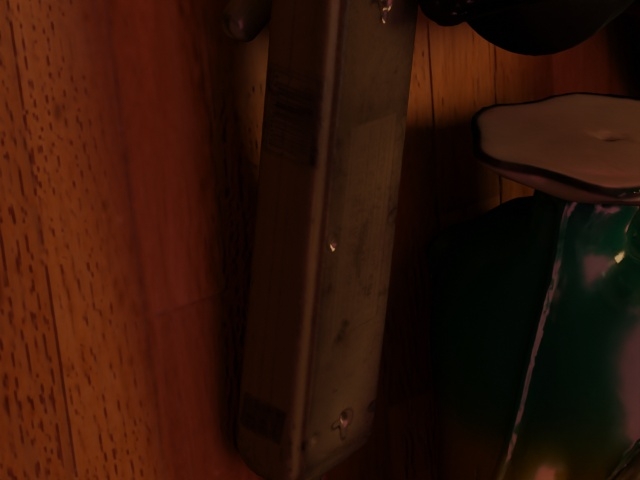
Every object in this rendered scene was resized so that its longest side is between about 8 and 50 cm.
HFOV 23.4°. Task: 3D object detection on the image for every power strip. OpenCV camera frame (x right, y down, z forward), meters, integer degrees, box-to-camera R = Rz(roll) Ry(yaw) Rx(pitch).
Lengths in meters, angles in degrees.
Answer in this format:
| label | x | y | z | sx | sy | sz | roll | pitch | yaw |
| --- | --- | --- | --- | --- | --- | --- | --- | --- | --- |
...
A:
| label | x | y | z | sx | sy | sz | roll | pitch | yaw |
| --- | --- | --- | --- | --- | --- | --- | --- | --- | --- |
| power strip | 0.000 | 0.000 | 0.936 | 0.092 | 0.066 | 0.387 | -22 | 124 | -47 |

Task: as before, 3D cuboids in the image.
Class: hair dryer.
| label | x | y | z | sx | sy | sz | roll | pitch | yaw |
| --- | --- | --- | --- | --- | --- | --- | --- | --- | --- |
| hair dryer | 0.135 | -0.267 | 0.925 | 0.244 | 0.116 | 0.302 | -39 | 128 | -67 |

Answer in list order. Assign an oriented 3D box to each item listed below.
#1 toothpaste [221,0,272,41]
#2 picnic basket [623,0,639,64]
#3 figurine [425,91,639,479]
| label | x | y | z | sx | sy | sz | roll | pitch | yaw |
| --- | --- | --- | --- | --- | --- | --- | --- | --- | --- |
| toothpaste | 0.051 | -0.275 | 0.951 | 0.392 | 0.061 | 0.099 | -56 | 160 | -16 |
| picnic basket | 0.368 | -0.152 | 1.130 | 0.222 | 0.297 | 0.129 | -46 | 144 | -32 |
| figurine | 0.174 | 0.086 | 1.051 | 0.324 | 0.231 | 0.340 | -32 | 131 | -56 |
